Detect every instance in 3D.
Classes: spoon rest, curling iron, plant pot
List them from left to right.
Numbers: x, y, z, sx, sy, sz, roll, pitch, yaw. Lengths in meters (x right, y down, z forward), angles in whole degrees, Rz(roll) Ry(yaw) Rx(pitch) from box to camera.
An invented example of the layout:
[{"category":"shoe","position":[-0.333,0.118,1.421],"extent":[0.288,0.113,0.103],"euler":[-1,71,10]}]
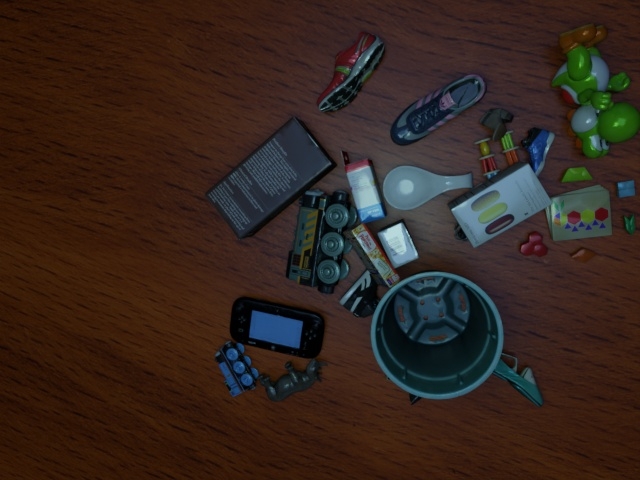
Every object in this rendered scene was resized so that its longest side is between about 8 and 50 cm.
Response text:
[{"category":"spoon rest","position":[0.330,-0.171,1.654],"extent":[0.276,0.084,0.137],"euler":[-7,94,10]},{"category":"plant pot","position":[0.329,0.232,1.567],"extent":[0.341,0.334,0.341],"euler":[1,97,10]},{"category":"curling iron","position":[0.531,-0.084,1.652],"extent":[0.274,0.035,0.068],"euler":[-31,90,11]}]

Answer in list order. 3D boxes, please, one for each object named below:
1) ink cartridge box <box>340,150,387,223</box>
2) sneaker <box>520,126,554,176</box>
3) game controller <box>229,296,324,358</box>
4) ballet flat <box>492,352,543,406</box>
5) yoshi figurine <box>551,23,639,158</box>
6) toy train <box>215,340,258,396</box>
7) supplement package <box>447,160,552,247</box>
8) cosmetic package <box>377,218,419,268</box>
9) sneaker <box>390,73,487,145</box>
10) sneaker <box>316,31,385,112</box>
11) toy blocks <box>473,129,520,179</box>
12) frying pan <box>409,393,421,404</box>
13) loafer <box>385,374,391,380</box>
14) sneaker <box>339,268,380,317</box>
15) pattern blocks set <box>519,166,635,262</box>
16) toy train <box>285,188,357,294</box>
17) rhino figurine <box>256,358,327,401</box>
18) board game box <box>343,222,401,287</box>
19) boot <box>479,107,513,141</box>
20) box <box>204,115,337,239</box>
[{"category":"ink cartridge box","position":[0.136,-0.175,1.660],"extent":[0.078,0.134,0.231],"euler":[-16,93,12]},{"category":"sneaker","position":[0.628,-0.262,1.604],"extent":[0.085,0.058,0.152],"euler":[21,95,1]},{"category":"game controller","position":[-0.146,0.290,1.790],"extent":[0.319,0.067,0.166],"euler":[11,97,9]},{"category":"ballet flat","position":[0.603,0.415,1.670],"extent":[0.247,0.083,0.087],"euler":[34,86,3]},{"category":"yoshi figurine","position":[0.789,-0.416,1.498],"extent":[0.204,0.203,0.362],"euler":[-13,96,4]},{"category":"toy train","position":[-0.289,0.432,1.825],"extent":[0.105,0.080,0.184],"euler":[-30,90,17]},{"category":"supplement package","position":[0.512,-0.105,1.560],"extent":[0.244,0.134,0.139],"euler":[-32,95,13]},{"category":"cosmetic package","position":[0.234,0.005,1.612],"extent":[0.086,0.231,0.117],"euler":[-24,92,11]},{"category":"sneaker","position":[0.345,-0.396,1.603],"extent":[0.319,0.131,0.112],"euler":[-34,90,11]},{"category":"sneaker","position":[0.079,-0.520,1.669],"extent":[0.118,0.107,0.279],"euler":[45,98,22]},{"category":"toy blocks","position":[0.543,-0.243,1.624],"extent":[0.123,0.054,0.148],"euler":[-17,93,11]},{"category":"frying pan","position":[0.391,0.389,1.651],"extent":[0.326,0.197,0.053],"euler":[-46,67,10]},{"category":"loafer","position":[0.273,0.434,1.746],"extent":[0.125,0.039,0.045],"euler":[-15,92,11]},{"category":"sneaker","position":[0.170,0.156,1.723],"extent":[0.121,0.079,0.217],"euler":[40,109,0]},{"category":"pattern blocks set","position":[0.769,-0.076,1.612],"extent":[0.325,0.026,0.285],"euler":[1,99,7]},{"category":"toy train","position":[0.000,0.000,1.706],"extent":[0.190,0.142,0.333],"euler":[11,97,18]},{"category":"rhino figurine","position":[-0.085,0.459,1.794],"extent":[0.243,0.073,0.106],"euler":[-25,101,9]},{"category":"board game box","position":[0.145,0.043,1.555],"extent":[0.045,0.147,0.193],"euler":[-34,94,-7]},{"category":"boot","position":[0.513,-0.346,1.601],"extent":[0.087,0.042,0.118],"euler":[25,68,43]},{"category":"box","position":[-0.156,-0.194,1.708],"extent":[0.381,0.143,0.191],"euler":[-38,88,13]}]
